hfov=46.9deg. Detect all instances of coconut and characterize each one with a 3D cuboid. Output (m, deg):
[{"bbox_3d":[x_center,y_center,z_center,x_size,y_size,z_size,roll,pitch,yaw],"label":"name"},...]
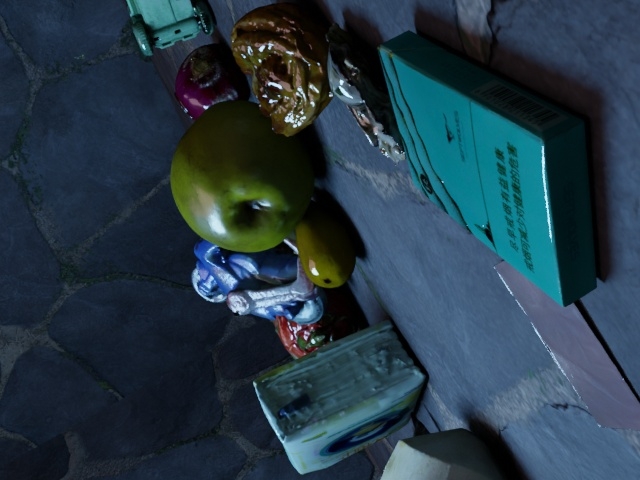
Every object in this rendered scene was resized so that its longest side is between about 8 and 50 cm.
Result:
[{"bbox_3d":[0.198,0.404,1.145,0.241,0.241,0.241,58,170,17],"label":"coconut"}]

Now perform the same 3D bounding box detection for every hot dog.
[{"bbox_3d":[-0.045,-0.218,0.946,0.160,0.099,0.227,62,173,-1],"label":"hot dog"}]

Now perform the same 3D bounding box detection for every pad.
[{"bbox_3d":[0.229,0.092,0.677,0.187,0.006,0.113,58,169,8],"label":"pad"}]

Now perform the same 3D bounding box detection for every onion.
[{"bbox_3d":[-0.221,-0.291,1.516,0.173,0.135,0.198,58,172,36],"label":"onion"}]

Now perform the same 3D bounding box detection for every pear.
[{"bbox_3d":[-0.136,-0.117,1.272,0.307,0.253,0.253,-117,4,-51],"label":"pear"}]

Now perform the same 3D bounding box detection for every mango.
[{"bbox_3d":[0.000,0.000,1.328,0.136,0.099,0.227,63,179,-36],"label":"mango"}]

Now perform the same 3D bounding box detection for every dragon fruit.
[{"bbox_3d":[-0.014,0.185,1.643,0.192,0.193,0.274,33,175,-11],"label":"dragon fruit"}]

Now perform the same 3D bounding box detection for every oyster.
[{"bbox_3d":[0.046,-0.156,0.782,0.165,0.053,0.108,54,-171,0],"label":"oyster"}]

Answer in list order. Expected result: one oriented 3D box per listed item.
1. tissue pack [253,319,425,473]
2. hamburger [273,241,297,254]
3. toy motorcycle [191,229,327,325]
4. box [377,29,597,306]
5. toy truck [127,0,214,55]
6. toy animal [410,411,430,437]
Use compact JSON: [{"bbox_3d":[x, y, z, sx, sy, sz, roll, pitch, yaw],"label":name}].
[{"bbox_3d":[0.041,0.322,1.465,0.388,0.287,0.162,84,161,-65],"label":"tissue pack"},{"bbox_3d":[-0.127,-0.066,1.613,0.245,0.155,0.282,54,164,21],"label":"hamburger"},{"bbox_3d":[-0.122,0.040,1.498,0.182,0.319,0.241,-9,-71,-70],"label":"toy motorcycle"},{"bbox_3d":[0.133,-0.067,0.611,0.226,0.042,0.161,49,163,51],"label":"box"},{"bbox_3d":[-0.307,-0.485,1.380,0.279,0.155,0.156,79,169,-62],"label":"toy truck"},{"bbox_3d":[0.229,0.428,1.451,0.202,0.070,0.105,57,-171,1],"label":"toy animal"}]
